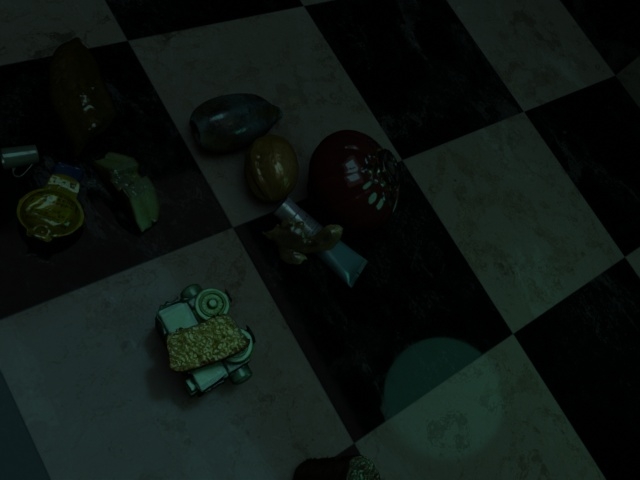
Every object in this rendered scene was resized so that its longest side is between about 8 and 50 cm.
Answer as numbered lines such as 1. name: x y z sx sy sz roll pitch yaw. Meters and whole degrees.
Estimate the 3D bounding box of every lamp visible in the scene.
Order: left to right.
1. lamp: 0.096 -0.169 1.809 0.303 0.256 0.303 40 40 -44

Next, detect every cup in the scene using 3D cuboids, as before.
1. cup: -0.755 -0.203 1.576 0.083 0.054 0.075 -16 72 -32

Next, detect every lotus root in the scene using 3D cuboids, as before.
1. lotus root: -0.230 -0.357 1.835 0.322 0.140 0.158 -24 77 -34

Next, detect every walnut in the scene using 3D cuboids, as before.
1. walnut: -0.140 -0.205 1.787 0.159 0.159 0.207 5 65 -22

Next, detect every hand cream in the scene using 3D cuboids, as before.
1. hand cream: 0.000 0.000 1.820 0.312 0.070 0.111 43 55 -9

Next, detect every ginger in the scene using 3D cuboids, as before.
1. ginger: -0.045 -0.011 1.743 0.214 0.059 0.133 -23 98 9

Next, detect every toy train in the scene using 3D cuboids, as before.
1. toy train: -0.278 0.241 1.518 0.188 0.159 0.272 -29 80 -22

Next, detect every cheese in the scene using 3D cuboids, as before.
1. cheese: -0.659 -0.097 1.562 0.156 0.064 0.250 20 50 -16

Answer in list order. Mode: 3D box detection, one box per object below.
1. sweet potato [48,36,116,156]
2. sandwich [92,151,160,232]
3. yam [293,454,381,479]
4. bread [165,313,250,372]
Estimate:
1. sweet potato: -0.649 -0.402 1.668 0.157 0.158 0.370 -13 70 -29
2. sandwich: -0.502 -0.146 1.639 0.090 0.088 0.244 -33 82 -36
3. yam: 0.038 0.568 1.454 0.128 0.238 0.129 -35 90 -39
4. bread: -0.257 0.231 1.412 0.187 0.065 0.103 -22 79 -10
